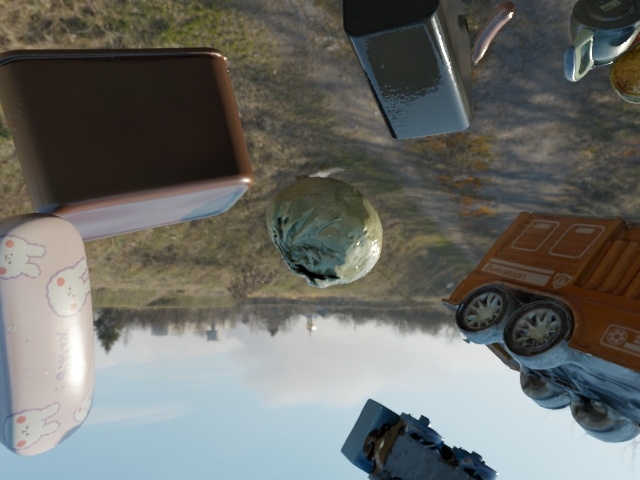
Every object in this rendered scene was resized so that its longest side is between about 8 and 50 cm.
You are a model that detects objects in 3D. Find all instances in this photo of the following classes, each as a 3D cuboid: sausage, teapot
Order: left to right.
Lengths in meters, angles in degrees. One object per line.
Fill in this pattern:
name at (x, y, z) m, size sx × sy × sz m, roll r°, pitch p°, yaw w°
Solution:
sausage at (0.403, -0.492, 1.100) m, size 0.040 × 0.047 × 0.177 m, roll -28°, pitch 171°, yaw -15°
teapot at (0.484, -0.345, 0.795) m, size 0.111 × 0.149 × 0.108 m, roll 10°, pitch 154°, yaw 26°

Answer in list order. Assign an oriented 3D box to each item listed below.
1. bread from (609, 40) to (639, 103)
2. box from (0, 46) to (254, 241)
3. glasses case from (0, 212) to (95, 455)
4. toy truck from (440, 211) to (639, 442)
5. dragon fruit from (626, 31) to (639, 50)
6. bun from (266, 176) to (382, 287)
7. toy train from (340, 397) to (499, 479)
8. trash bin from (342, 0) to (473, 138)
bread at (0.529, -0.276, 0.747) m, size 0.110 × 0.110 × 0.024 m, roll -7°, pitch 177°, yaw 42°
box at (-0.303, -0.149, 0.761) m, size 0.339 × 0.230 × 0.239 m, roll -15°, pitch 174°, yaw -28°
glasses case at (-0.339, 0.115, 0.561) m, size 0.075 × 0.297 × 0.113 m, roll 11°, pitch -164°, yaw 26°
toy truck at (0.315, 0.084, 0.425) m, size 0.173 × 0.207 × 0.387 m, roll 42°, pitch 170°, yaw -22°
dragon fruit at (0.766, -0.407, 0.941) m, size 0.227 × 0.224 × 0.224 m, roll 39°, pitch -171°, yaw 23°
bun at (0.000, 0.000, 0.961) m, size 0.259 × 0.259 × 0.152 m, roll -6°, pitch -146°, yaw 38°
toy train at (0.219, 0.499, 1.024) m, size 0.300 × 0.188 × 0.265 m, roll 34°, pitch 165°, yaw -7°
trash bin at (0.104, -0.241, 0.536) m, size 0.114 × 0.165 × 0.225 m, roll -3°, pitch 168°, yaw 23°
